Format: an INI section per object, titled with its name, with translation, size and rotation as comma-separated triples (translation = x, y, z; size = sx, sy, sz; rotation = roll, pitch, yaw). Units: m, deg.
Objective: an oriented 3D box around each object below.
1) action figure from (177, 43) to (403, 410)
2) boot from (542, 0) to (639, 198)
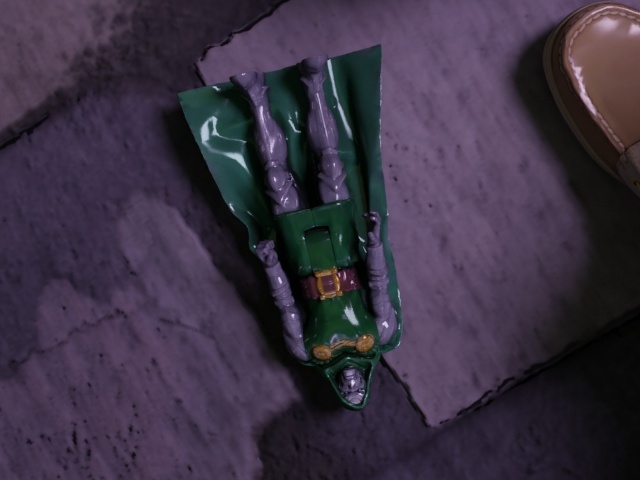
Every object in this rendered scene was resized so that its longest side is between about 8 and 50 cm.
[action figure]
translation = 0.000, 0.000, 0.615
size = 0.137, 0.063, 0.232
rotation = -14, 96, 6
[boot]
translation = 0.229, -0.035, 0.504
size = 0.095, 0.203, 0.262
rotation = -38, 89, 9
